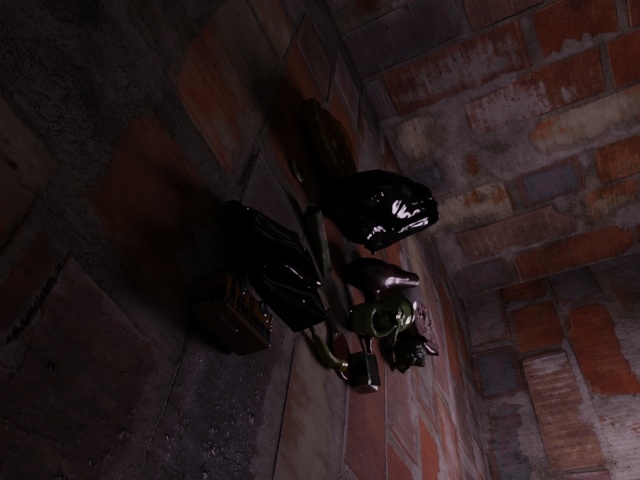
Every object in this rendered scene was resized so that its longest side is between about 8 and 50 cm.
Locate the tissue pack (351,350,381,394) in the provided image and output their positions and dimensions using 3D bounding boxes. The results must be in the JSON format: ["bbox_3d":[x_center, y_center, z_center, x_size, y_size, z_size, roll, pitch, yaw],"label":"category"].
[{"bbox_3d":[0.146,0.412,1.745,0.085,0.079,0.111,46,32,-50],"label":"tissue pack"}]

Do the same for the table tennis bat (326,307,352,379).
[{"bbox_3d":[0.054,0.313,1.674,0.130,0.019,0.220,-17,90,-70],"label":"table tennis bat"}]

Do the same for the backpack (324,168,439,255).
[{"bbox_3d":[0.207,-0.111,2.014,0.446,0.363,0.254,20,50,-47],"label":"backpack"}]

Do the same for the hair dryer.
[{"bbox_3d":[0.218,0.239,1.982,0.313,0.123,0.340,15,72,-33],"label":"hair dryer"}]

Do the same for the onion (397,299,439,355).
[{"bbox_3d":[0.395,0.375,2.346,0.280,0.146,0.314,56,17,-29],"label":"onion"}]

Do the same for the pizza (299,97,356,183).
[{"bbox_3d":[0.039,-0.351,2.086,0.277,0.114,0.408,-78,146,-53],"label":"pizza"}]

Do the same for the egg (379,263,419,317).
[{"bbox_3d":[0.290,0.202,2.186,0.231,0.176,0.176,63,19,3],"label":"egg"}]

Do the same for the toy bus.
[{"bbox_3d":[-0.175,0.145,1.094,0.182,0.091,0.103,55,24,-43],"label":"toy bus"}]

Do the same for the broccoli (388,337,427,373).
[{"bbox_3d":[0.339,0.445,2.168,0.146,0.138,0.162,33,3,-25],"label":"broccoli"}]

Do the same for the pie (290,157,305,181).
[{"bbox_3d":[-0.075,-0.230,1.812,0.085,0.017,0.085,54,25,-41],"label":"pie"}]

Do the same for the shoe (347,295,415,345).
[{"bbox_3d":[0.217,0.270,1.868,0.128,0.262,0.140,27,-66,60],"label":"shoe"}]

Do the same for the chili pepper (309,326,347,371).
[{"bbox_3d":[0.020,0.315,1.544,0.043,0.049,0.208,26,-20,49],"label":"chili pepper"}]

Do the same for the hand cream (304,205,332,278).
[{"bbox_3d":[0.000,0.000,1.768,0.086,0.055,0.235,-47,125,-65],"label":"hand cream"}]

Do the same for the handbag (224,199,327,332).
[{"bbox_3d":[-0.105,0.048,1.267,0.257,0.113,0.285,42,20,-49],"label":"handbag"}]
